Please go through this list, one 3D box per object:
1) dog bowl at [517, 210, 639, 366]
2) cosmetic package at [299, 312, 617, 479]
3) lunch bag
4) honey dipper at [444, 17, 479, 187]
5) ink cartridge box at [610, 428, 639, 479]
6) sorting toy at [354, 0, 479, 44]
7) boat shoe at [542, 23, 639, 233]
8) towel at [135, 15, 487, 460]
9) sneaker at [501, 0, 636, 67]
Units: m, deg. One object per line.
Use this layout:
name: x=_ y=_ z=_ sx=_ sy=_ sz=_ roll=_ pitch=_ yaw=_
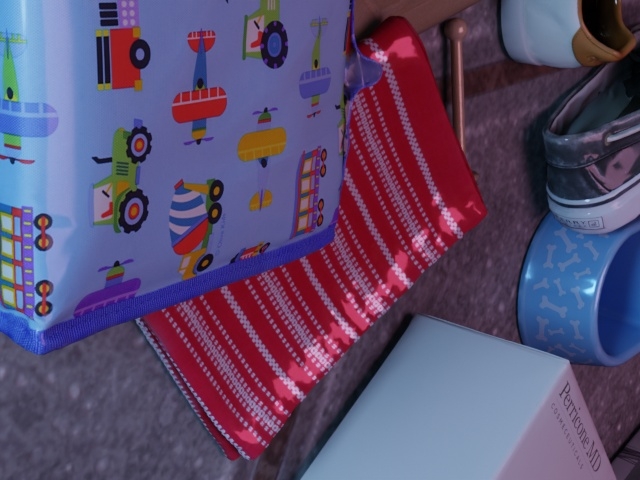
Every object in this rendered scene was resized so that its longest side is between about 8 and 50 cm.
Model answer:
dog bowl: x=0.304 y=0.026 z=1.167 sx=0.297 sy=0.074 sz=0.166 roll=-22 pitch=118 yaw=-43
cosmetic package: x=0.062 y=0.261 z=0.897 sx=0.365 sy=0.155 sz=0.197 roll=-52 pitch=134 yaw=-23
lunch bag: x=-0.067 y=-0.089 z=0.640 sx=0.293 sy=0.138 sz=0.221 roll=-12 pitch=110 yaw=-45
honey dipper: x=0.107 y=-0.094 z=0.937 sx=0.030 sy=0.030 sz=0.161 roll=-23 pitch=115 yaw=-43
ink cartridge box: x=0.376 y=0.335 z=1.314 sx=0.273 sy=0.114 sz=0.198 roll=-37 pitch=128 yaw=-36
sorting toy: x=0.030 y=-0.233 z=0.799 sx=0.307 sy=0.041 sz=0.229 roll=-33 pitch=129 yaw=-38
boat shoe: x=0.322 y=-0.144 z=1.095 sx=0.335 sy=0.121 sz=0.119 roll=-45 pitch=133 yaw=-30
towel: x=0.000 y=0.000 z=0.813 sx=0.275 sy=0.031 sz=0.199 roll=-44 pitch=132 yaw=-21
sneaker: x=0.204 y=-0.275 z=0.919 sx=0.106 sy=0.123 sz=0.290 roll=-31 pitch=122 yaw=-38
